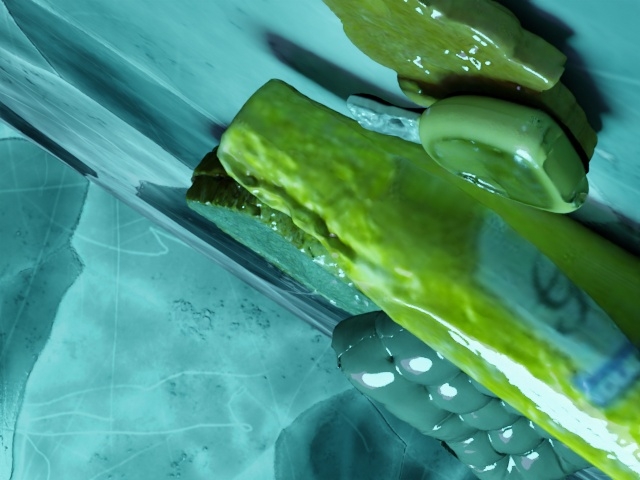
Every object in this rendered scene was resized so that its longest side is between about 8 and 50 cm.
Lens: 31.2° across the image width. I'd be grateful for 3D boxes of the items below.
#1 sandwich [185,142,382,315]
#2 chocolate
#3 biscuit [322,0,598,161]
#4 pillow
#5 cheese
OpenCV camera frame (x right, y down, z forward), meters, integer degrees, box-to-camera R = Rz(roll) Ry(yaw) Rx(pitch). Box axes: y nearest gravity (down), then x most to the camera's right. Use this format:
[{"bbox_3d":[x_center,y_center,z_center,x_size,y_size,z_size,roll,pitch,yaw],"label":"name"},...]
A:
[{"bbox_3d":[0.000,0.000,1.283,0.301,0.099,0.271,34,167,-23],"label":"sandwich"},{"bbox_3d":[0.115,0.032,0.863,0.445,0.162,0.162,32,171,8],"label":"chocolate"},{"bbox_3d":[0.069,-0.112,0.647,0.250,0.035,0.162,33,167,-29],"label":"biscuit"},{"bbox_3d":[0.189,0.151,1.176,0.228,0.101,0.326,-25,134,33],"label":"pillow"},{"bbox_3d":[0.079,-0.063,0.682,0.162,0.036,0.086,23,167,40],"label":"cheese"}]
